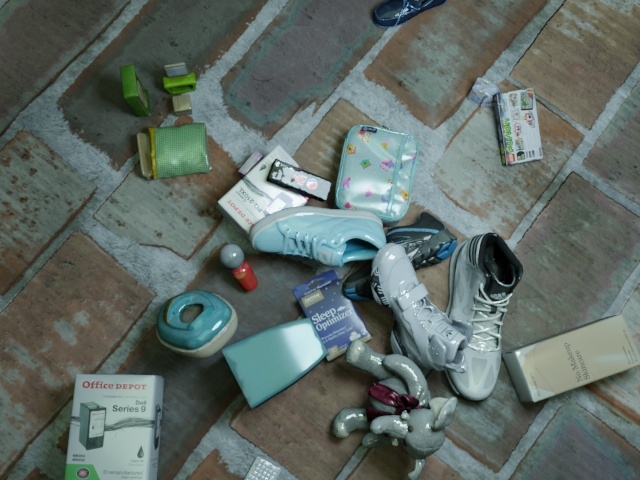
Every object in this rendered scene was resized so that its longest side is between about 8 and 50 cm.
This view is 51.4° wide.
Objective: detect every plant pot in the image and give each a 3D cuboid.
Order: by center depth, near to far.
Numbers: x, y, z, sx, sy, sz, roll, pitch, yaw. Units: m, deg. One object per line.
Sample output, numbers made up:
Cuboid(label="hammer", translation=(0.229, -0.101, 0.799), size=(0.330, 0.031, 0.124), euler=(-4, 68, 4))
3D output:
Cuboid(label="plant pot", translation=(-0.107, 0.304, 1.729), size=(0.234, 0.165, 0.165), euler=(-28, 79, -7))

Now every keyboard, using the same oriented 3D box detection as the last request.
Cuboid(label="keyboard", translation=(-0.196, 0.691, 1.717), size=(0.072, 0.014, 0.256), euler=(29, 78, 5))

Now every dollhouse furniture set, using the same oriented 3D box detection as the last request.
Cuboid(label="dollhouse furniture set", translation=(-0.433, -0.338, 1.880), size=(0.198, 0.151, 0.301), euler=(-10, 78, -4))

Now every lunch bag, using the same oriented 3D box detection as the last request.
Cuboid(label="lunch bag", translation=(0.162, -0.188, 1.880), size=(0.224, 0.108, 0.279), euler=(12, 77, 2))
Cuboid(label="lunch bag", translation=(0.484, -0.431, 1.963), size=(0.083, 0.071, 0.053), euler=(28, 75, 4))

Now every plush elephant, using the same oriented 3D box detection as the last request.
Cuboid(label="plush elephant", translation=(0.202, 0.439, 1.643), size=(0.330, 0.255, 0.271), euler=(15, 102, -7))

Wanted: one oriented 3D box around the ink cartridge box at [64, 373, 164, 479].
Cuboid(label="ink cartridge box", translation=(-0.524, 0.487, 1.702), size=(0.211, 0.121, 0.289), euler=(1, 76, -2))

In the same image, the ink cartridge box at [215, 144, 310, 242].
Cuboid(label="ink cartridge box", translation=(-0.148, -0.119, 1.845), size=(0.237, 0.100, 0.172), euler=(-45, 96, -10))

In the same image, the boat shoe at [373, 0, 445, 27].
Cuboid(label="boat shoe", translation=(0.276, -0.738, 2.020), size=(0.258, 0.089, 0.109), euler=(-31, 79, -8))

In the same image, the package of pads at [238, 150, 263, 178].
Cuboid(label="package of pads", translation=(-0.199, -0.215, 1.908), size=(0.032, 0.050, 0.083), euler=(37, 78, 8))

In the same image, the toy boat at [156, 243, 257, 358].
Cuboid(label="toy boat", translation=(-0.298, 0.155, 1.744), size=(0.268, 0.148, 0.318), euler=(11, 49, 44))

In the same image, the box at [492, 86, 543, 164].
Cuboid(label="box", translation=(0.571, -0.329, 1.923), size=(0.114, 0.036, 0.206), euler=(-10, 98, -4))

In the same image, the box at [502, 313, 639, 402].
Cuboid(label="box", translation=(0.663, 0.315, 1.768), size=(0.311, 0.121, 0.148), euler=(-19, 79, -6))

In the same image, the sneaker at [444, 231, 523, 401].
Cuboid(label="sneaker", translation=(0.412, 0.190, 1.722), size=(0.169, 0.257, 0.447), euler=(3, 77, -1))

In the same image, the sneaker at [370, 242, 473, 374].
Cuboid(label="sneaker", translation=(0.262, 0.178, 1.676), size=(0.137, 0.210, 0.365), euler=(-32, 116, -33))

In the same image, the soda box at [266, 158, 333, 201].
Cuboid(label="soda box", translation=(-0.056, -0.160, 1.788), size=(0.169, 0.053, 0.060), euler=(21, 83, -10))

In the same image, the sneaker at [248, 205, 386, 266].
Cuboid(label="sneaker", translation=(0.000, 0.000, 1.736), size=(0.366, 0.135, 0.150), euler=(-6, 40, -9))

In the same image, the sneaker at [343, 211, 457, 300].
Cuboid(label="sneaker", translation=(0.204, 0.047, 1.839), size=(0.341, 0.125, 0.139), euler=(-28, 58, -10))

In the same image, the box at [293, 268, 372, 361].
Cuboid(label="box", translation=(0.029, 0.201, 1.826), size=(0.136, 0.036, 0.225), euler=(-27, 78, -7))
